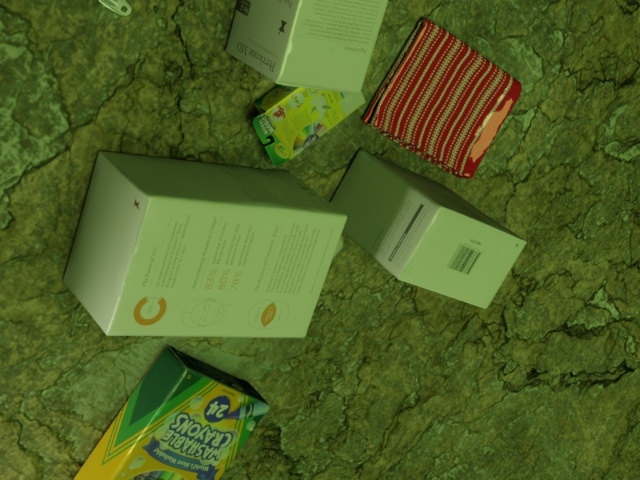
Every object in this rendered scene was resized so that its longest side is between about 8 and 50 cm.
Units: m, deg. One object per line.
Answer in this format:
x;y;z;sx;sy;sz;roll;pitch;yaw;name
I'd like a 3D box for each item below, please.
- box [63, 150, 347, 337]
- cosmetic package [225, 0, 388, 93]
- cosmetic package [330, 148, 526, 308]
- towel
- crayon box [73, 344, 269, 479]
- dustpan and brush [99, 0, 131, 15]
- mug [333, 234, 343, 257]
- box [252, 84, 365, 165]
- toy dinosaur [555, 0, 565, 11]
-0.168;0.012;1.748;0.345;0.168;0.215;5;113;-39;box
-0.016;-0.320;1.673;0.151;0.151;0.184;3;113;-37;cosmetic package
0.167;-0.018;1.937;0.224;0.224;0.138;20;106;-41;cosmetic package
0.211;-0.228;1.978;0.275;0.031;0.199;24;99;-42;towel
-0.255;0.352;1.944;0.203;0.083;0.323;31;96;-43;crayon box
-0.326;-0.347;1.492;0.211;0.060;0.147;32;95;-43;dustpan and brush
0.003;0.003;1.943;0.064;0.062;0.078;-39;139;-22;mug
-0.024;-0.203;1.813;0.179;0.043;0.105;-39;133;-14;box
0.443;-0.466;2.005;0.092;0.053;0.183;14;100;-24;toy dinosaur
